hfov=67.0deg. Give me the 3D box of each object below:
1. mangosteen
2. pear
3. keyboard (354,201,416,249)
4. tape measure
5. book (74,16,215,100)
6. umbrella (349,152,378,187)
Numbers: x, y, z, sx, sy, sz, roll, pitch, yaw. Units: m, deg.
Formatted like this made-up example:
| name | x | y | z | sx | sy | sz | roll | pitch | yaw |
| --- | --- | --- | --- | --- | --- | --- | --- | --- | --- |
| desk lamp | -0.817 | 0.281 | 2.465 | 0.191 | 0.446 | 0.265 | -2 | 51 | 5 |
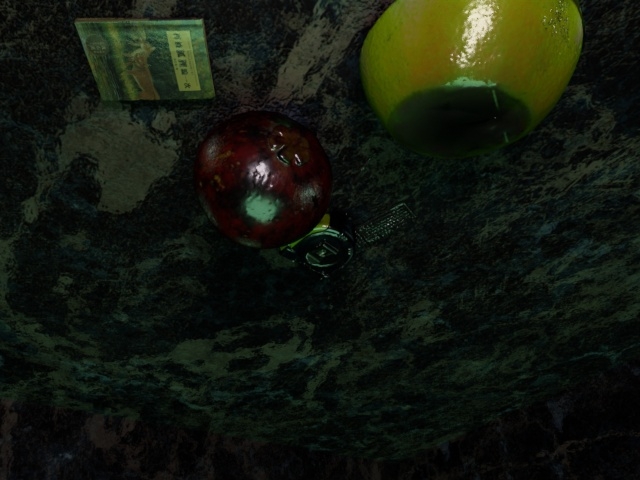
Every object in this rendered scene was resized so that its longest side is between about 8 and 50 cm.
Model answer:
| name | x | y | z | sx | sy | sz | roll | pitch | yaw |
| --- | --- | --- | --- | --- | --- | --- | --- | --- | --- |
| mangosteen | -0.123 | -0.122 | 1.008 | 0.310 | 0.312 | 0.311 | -2 | 139 | -2 |
| pear | 0.261 | -0.269 | 0.865 | 0.397 | 0.165 | 0.399 | 4 | 154 | 2 |
| keyboard | 0.146 | -0.028 | 1.322 | 0.231 | 0.023 | 0.072 | -28 | 131 | 25 |
| tape measure | 0.000 | 0.000 | 1.273 | 0.199 | 0.112 | 0.186 | 30 | 125 | -27 |
| book | -0.325 | -0.344 | 0.923 | 0.227 | 0.024 | 0.160 | -1 | 137 | -2 |
| umbrella | 0.099 | -0.169 | 1.165 | 0.022 | 0.013 | 0.122 | 1 | 143 | -39 |
